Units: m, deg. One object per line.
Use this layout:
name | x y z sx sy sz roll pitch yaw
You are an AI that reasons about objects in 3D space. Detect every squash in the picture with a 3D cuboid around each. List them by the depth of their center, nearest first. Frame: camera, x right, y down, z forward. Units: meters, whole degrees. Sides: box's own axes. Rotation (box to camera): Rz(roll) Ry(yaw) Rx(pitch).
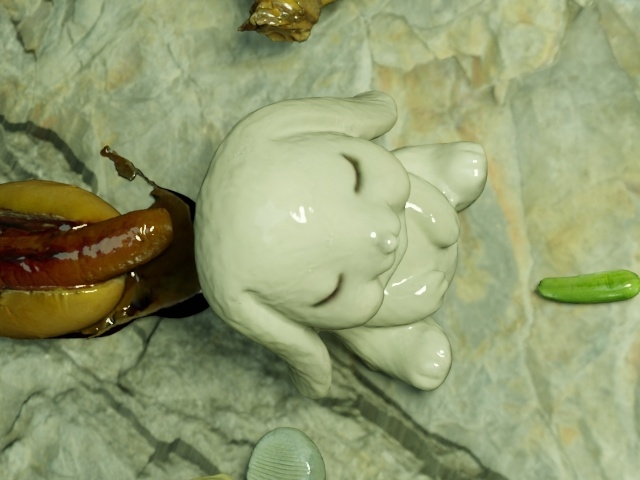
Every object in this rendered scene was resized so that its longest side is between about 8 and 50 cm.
squash | 0.220 0.039 1.168 0.089 0.027 0.027 -7 80 29

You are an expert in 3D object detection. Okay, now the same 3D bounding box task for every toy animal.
toy animal | 0.000 0.000 1.156 0.206 0.265 0.272 12 91 31

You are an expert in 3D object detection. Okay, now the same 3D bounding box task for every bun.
bun | -0.029 0.209 1.267 0.083 0.045 0.083 -6 78 27

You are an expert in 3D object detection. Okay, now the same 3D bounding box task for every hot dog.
hot dog | -0.268 0.004 1.389 0.326 0.107 0.194 -16 76 25

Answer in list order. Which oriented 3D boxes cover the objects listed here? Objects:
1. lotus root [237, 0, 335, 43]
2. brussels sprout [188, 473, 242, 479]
lotus root | -0.007 -0.322 1.277 0.146 0.131 0.303 7 84 28
brussels sprout | -0.077 0.376 1.163 0.344 0.268 0.344 -6 63 13
